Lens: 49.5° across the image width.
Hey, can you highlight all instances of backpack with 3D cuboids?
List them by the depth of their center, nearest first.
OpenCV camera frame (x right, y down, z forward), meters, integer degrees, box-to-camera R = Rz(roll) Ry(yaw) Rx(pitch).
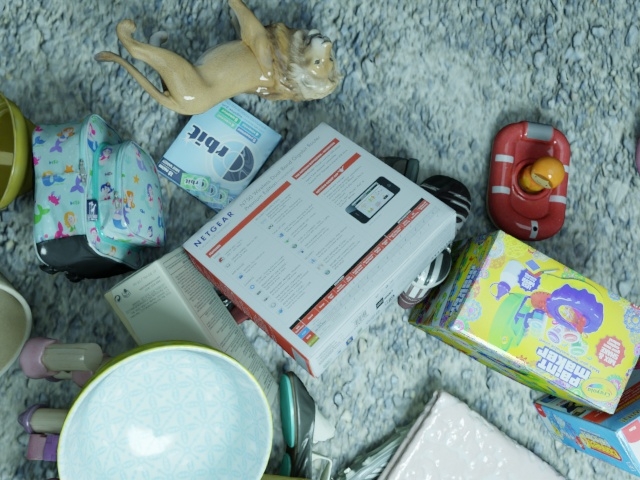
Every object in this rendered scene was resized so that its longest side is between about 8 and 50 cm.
[{"bbox_3d":[-0.371,-0.080,1.150,0.191,0.225,0.254,-15,77,5],"label":"backpack"}]

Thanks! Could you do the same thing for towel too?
[{"bbox_3d":[0.251,0.480,1.237,0.332,0.053,0.317,37,82,-16],"label":"towel"}]

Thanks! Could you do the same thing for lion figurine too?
[{"bbox_3d":[-0.170,-0.304,1.227,0.392,0.142,0.240,-27,86,-14],"label":"lion figurine"}]

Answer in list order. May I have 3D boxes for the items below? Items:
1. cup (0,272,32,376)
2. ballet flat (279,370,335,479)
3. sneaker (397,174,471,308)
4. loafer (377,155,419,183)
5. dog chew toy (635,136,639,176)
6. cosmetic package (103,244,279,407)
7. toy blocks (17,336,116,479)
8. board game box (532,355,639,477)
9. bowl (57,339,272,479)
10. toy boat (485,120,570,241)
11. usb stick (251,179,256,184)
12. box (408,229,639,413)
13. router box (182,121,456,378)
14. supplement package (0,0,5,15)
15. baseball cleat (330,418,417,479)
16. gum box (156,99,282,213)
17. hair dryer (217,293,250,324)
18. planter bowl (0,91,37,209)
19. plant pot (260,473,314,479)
[{"bbox_3d":[-0.665,0.102,1.086,0.331,0.331,0.237,-39,65,-8],"label":"cup"},{"bbox_3d":[-0.028,0.367,1.232,0.096,0.095,0.280,1,96,-18],"label":"ballet flat"},{"bbox_3d":[0.186,0.010,1.279,0.106,0.162,0.281,26,48,4],"label":"sneaker"},{"bbox_3d":[0.112,-0.042,1.260,0.084,0.096,0.267,15,59,10],"label":"loafer"},{"bbox_3d":[0.715,-0.081,1.303,0.206,0.206,0.332,-11,95,-7],"label":"dog chew toy"},{"bbox_3d":[-0.207,0.172,1.164,0.113,0.160,0.309,-31,94,9],"label":"cosmetic package"},{"bbox_3d":[-0.401,0.321,1.150,0.260,0.309,0.289,-5,72,26],"label":"toy blocks"},{"bbox_3d":[0.573,0.261,1.199,0.308,0.302,0.086,-29,89,-8],"label":"board game box"},{"bbox_3d":[-0.225,0.265,1.006,0.289,0.156,0.289,-4,102,-17],"label":"bowl"},{"bbox_3d":[0.399,-0.114,1.284,0.151,0.151,0.231,7,84,-6],"label":"toy boat"},{"bbox_3d":[-0.011,-0.024,1.282,0.278,0.045,0.077,27,81,-3],"label":"usb stick"},{"bbox_3d":[0.344,0.137,1.194,0.290,0.279,0.177,29,83,-4],"label":"box"},{"bbox_3d":[0.000,0.000,1.133,0.335,0.082,0.301,-43,62,-16],"label":"router box"},{"bbox_3d":[-0.683,-0.330,1.163,0.177,0.175,0.293,16,84,-7],"label":"supplement package"},{"bbox_3d":[0.125,0.414,1.250,0.206,0.072,0.109,-33,90,-7],"label":"baseball cleat"},{"bbox_3d":[-0.186,-0.159,1.275,0.157,0.041,0.184,35,83,-2],"label":"gum box"},{"bbox_3d":[-0.095,0.096,1.264,0.293,0.080,0.224,21,99,1],"label":"hair dryer"},{"bbox_3d":[-0.533,-0.145,1.187,0.090,0.217,0.217,2,83,-51],"label":"planter bowl"},{"bbox_3d":[-0.114,0.474,1.091,0.239,0.254,0.254,-12,87,16],"label":"plant pot"}]
